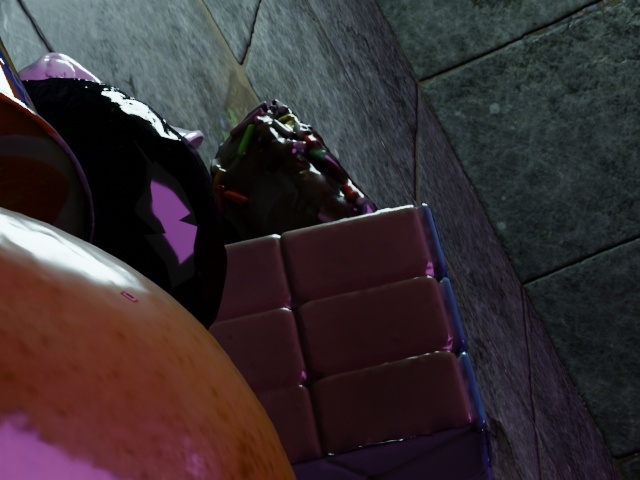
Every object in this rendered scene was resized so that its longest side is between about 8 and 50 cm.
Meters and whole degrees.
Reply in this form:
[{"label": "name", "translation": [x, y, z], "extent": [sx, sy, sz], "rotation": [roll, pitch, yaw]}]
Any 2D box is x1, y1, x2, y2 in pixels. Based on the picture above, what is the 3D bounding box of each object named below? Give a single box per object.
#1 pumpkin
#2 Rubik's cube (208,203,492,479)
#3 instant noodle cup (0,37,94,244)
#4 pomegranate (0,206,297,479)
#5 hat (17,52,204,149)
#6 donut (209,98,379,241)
[{"label": "pumpkin", "translation": [-0.172, 0.013, 1.009], "extent": [0.163, 0.233, 0.233], "rotation": [37, 31, -86]}, {"label": "Rubik's cube", "translation": [0.018, 0.135, 1.381], "extent": [0.231, 0.221, 0.224], "rotation": [79, -1, -58]}, {"label": "instant noodle cup", "translation": [-0.271, -0.063, 0.739], "extent": [0.296, 0.296, 0.214], "rotation": [42, 22, -57]}, {"label": "pomegranate", "translation": [-0.195, 0.159, 0.446], "extent": [0.416, 0.417, 0.416], "rotation": [58, 18, -31]}, {"label": "hat", "translation": [-0.196, -0.059, 1.191], "extent": [0.126, 0.203, 0.203], "rotation": [47, 15, 4]}, {"label": "donut", "translation": [-0.014, -0.017, 1.654], "extent": [0.259, 0.136, 0.345], "rotation": [50, -2, 9]}]
